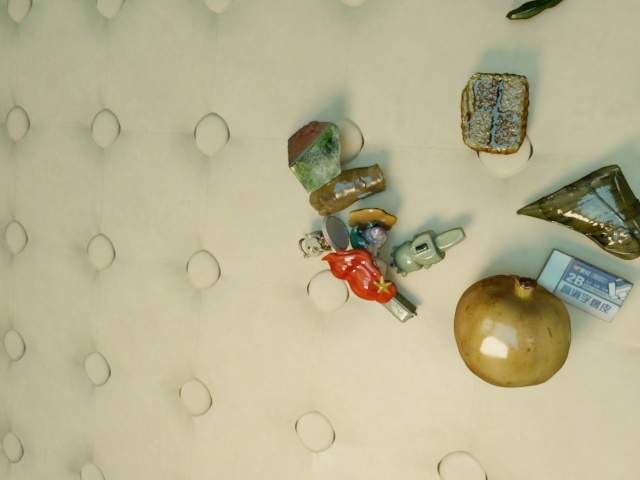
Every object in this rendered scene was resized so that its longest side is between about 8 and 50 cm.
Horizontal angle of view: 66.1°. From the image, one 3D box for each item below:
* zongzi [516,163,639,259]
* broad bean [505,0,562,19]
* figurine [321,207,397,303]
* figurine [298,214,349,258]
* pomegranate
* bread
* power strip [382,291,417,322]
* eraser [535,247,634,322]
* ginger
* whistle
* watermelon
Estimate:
[{"bbox_3d":[0.702,-0.034,1.304,0.274,0.125,0.251,-28,77,24],"label":"zongzi"},{"bbox_3d":[0.605,-0.649,1.333,0.195,0.046,0.061,-34,70,16],"label":"broad bean"},{"bbox_3d":[0.127,0.051,1.464,0.181,0.208,0.257,-18,56,45],"label":"figurine"},{"bbox_3d":[0.000,0.000,1.602,0.153,0.132,0.132,-27,84,34],"label":"figurine"},{"bbox_3d":[0.507,0.231,1.316,0.319,0.319,0.319,2,95,22],"label":"pomegranate"},{"bbox_3d":[0.486,-0.353,1.378,0.181,0.096,0.222,5,98,21],"label":"bread"},{"bbox_3d":[0.188,0.157,1.548,0.272,0.078,0.052,40,108,14],"label":"power strip"},{"bbox_3d":[0.712,0.121,1.342,0.210,0.068,0.124,28,105,18],"label":"eraser"},{"bbox_3d":[0.081,-0.163,1.548,0.263,0.109,0.116,-19,85,21],"label":"ginger"},{"bbox_3d":[0.315,0.026,1.474,0.253,0.106,0.102,-29,99,29],"label":"whistle"},{"bbox_3d":[-0.028,-0.291,1.564,0.193,0.257,0.140,-37,124,1],"label":"watermelon"}]
